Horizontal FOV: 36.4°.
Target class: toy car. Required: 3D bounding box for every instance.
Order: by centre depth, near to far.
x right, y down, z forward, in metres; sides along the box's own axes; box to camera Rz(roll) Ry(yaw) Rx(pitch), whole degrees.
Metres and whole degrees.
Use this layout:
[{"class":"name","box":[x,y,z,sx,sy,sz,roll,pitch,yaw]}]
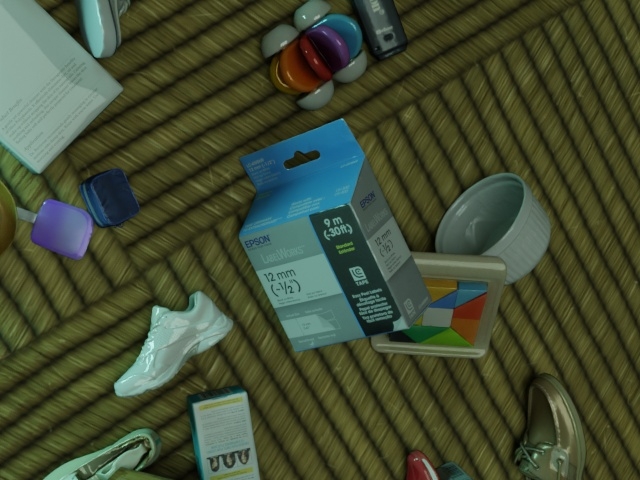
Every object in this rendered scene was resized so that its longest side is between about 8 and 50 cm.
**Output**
[{"class":"toy car","box":[-0.001,-0.324,1.677,0.182,0.136,0.159,-40,105,-12]}]

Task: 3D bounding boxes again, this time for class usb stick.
[{"class":"usb stick","box":[0.081,-0.462,1.742,0.077,0.045,0.278,-25,102,-16]}]

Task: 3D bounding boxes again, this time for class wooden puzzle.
[{"class":"wooden puzzle","box":[0.206,0.123,1.737,0.221,0.044,0.238,4,131,1]}]

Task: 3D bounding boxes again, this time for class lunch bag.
[{"class":"lunch bag","box":[-0.350,-0.066,1.619,0.067,0.065,0.098,-27,101,-31]}]

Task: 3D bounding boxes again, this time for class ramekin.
[{"class":"ramekin","box":[0.321,-0.010,1.779,0.109,0.207,0.207,41,81,-26]}]

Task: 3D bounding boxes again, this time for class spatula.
[{"class":"spatula","box":[-0.517,-0.055,1.582,0.297,0.030,0.084,21,86,-18]}]

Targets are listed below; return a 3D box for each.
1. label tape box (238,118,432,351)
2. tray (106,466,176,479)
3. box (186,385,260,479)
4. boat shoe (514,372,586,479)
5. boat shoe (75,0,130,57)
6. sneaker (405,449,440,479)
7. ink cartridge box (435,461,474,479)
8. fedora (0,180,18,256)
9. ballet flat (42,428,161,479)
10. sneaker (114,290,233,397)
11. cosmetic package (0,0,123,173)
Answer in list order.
[{"class":"label tape box","box":[0.000,0.000,1.638,0.115,0.249,0.347,-44,112,-49]},{"class":"tray","box":[-0.267,0.593,1.607,0.203,0.076,0.410,11,104,11]},{"class":"box","box":[-0.166,0.387,1.717,0.101,0.060,0.244,-9,97,-17]},{"class":"boat shoe","box":[0.442,0.429,1.892,0.110,0.122,0.341,-13,100,-18]},{"class":"boat shoe","box":[-0.340,-0.396,1.536,0.088,0.096,0.267,-3,53,-28]},{"class":"sneaker","box":[0.166,0.512,1.826,0.128,0.087,0.221,-16,98,-18]},{"class":"ink cartridge box","box":[0.292,0.552,1.817,0.066,0.189,0.232,-24,101,-11]},{"class":"fedora","box":[-0.576,-0.028,1.518,0.194,0.079,0.194,-2,107,-7]},{"class":"ballet flat","box":[-0.379,0.398,1.636,0.248,0.086,0.086,-33,103,-13]},{"class":"sneaker","box":[-0.269,0.172,1.662,0.232,0.090,0.115,-39,98,-21]},{"class":"cosmetic package","box":[-0.508,-0.293,1.501,0.197,0.155,0.365,-47,105,-11]}]
